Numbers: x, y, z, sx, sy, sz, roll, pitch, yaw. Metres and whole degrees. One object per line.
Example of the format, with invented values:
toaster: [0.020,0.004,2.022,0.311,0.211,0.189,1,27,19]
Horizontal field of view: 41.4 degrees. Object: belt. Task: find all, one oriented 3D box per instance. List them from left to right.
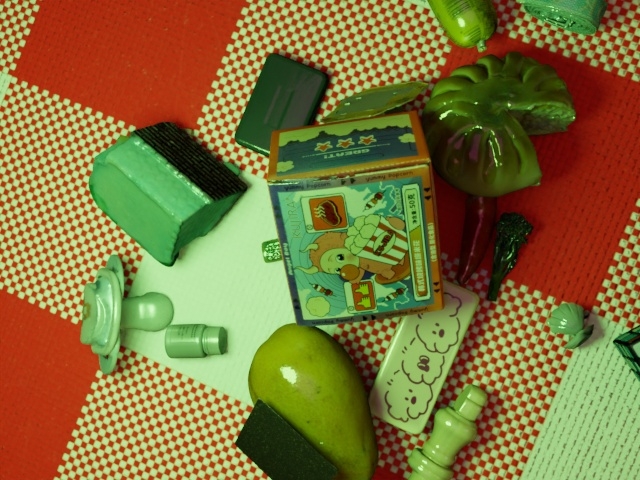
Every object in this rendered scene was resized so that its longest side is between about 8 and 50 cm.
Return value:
belt: [0.520,-0.496,1.804,0.163,0.147,0.082,27,96,39]

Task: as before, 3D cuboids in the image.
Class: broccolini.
broccolini: [0.395,0.032,1.854,0.068,0.091,0.203,42,113,52]

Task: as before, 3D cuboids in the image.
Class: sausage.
sausage: [0.284,-0.567,1.860,0.123,0.123,0.347,-26,83,9]

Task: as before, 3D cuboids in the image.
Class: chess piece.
chess piece: [0.239,0.486,1.834,0.117,0.117,0.397,31,92,11]

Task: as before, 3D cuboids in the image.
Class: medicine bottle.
medicine bottle: [-0.288,0.233,1.958,0.130,0.080,0.080,-2,87,10]

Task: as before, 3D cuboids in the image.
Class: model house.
model house: [-0.342,-0.136,1.946,0.280,0.230,0.249,42,54,7]
model house: [0.138,-0.248,1.861,0.219,0.207,0.136,-4,116,28]

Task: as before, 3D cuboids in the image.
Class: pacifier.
pacifier: [-0.443,0.174,1.963,0.207,0.227,0.279,5,88,-29]

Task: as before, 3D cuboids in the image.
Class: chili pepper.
chili pepper: [0.345,-0.033,1.854,0.071,0.063,0.272,11,87,0]

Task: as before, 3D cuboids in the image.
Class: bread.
bread: [0.367,-0.257,1.791,0.332,0.160,0.333,-2,73,6]

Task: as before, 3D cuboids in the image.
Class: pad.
pad: [-0.081,0.464,1.816,0.220,0.330,0.004,41,59,9]

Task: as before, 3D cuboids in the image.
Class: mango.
mango: [-0.009,0.359,1.816,0.221,0.264,0.378,-28,86,-36]

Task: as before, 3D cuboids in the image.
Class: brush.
brush: [0.000,0.000,1.932,0.282,0.048,0.054,-12,90,9]

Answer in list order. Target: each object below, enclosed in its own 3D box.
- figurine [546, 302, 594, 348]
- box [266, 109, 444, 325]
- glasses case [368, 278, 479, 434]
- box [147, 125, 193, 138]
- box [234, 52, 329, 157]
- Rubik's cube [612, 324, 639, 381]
figurine: [0.537,0.178,1.811,0.094,0.082,0.086,-37,64,-3]
box: [0.074,-0.042,1.725,0.318,0.257,0.349,-6,121,5]
glasses case: [0.224,0.246,1.860,0.144,0.076,0.337,23,92,11]
box: [-0.361,-0.247,2.021,0.115,0.025,0.048,7,87,12]
box: [-0.091,-0.305,1.958,0.160,0.050,0.230,23,92,10]
Rubik's cube: [0.730,0.239,1.708,0.184,0.182,0.187,-33,83,7]
